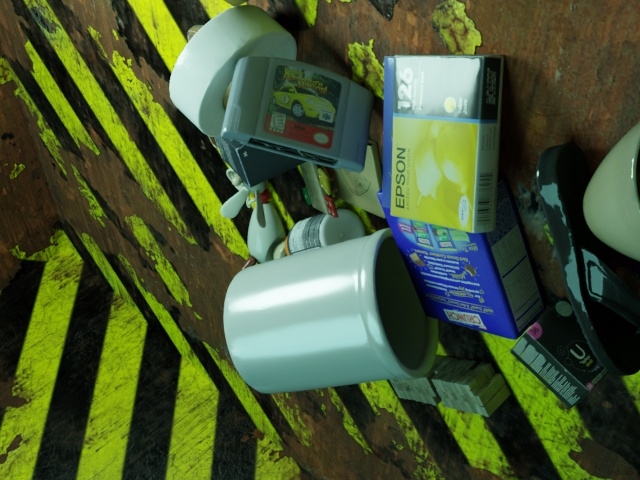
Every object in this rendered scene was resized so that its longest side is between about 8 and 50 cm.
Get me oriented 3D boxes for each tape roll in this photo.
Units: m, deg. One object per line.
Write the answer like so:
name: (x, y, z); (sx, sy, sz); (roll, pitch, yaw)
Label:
tape roll: (-0.185, -0.360, 1.911); (0.100, 0.286, 0.286); (43, 151, 17)

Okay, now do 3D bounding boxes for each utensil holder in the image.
utensil holder: (0.023, 0.170, 1.992); (0.385, 0.327, 0.328); (-13, 115, 27)

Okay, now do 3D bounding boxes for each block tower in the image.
block tower: (0.305, 0.345, 2.175); (0.335, 0.097, 0.091); (-3, 120, 56)

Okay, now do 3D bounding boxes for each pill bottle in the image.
pill bottle: (0.000, 0.000, 2.208); (0.130, 0.130, 0.245); (58, 153, -9)

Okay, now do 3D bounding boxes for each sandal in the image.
sandal: (0.481, 0.046, 1.486); (0.107, 0.167, 0.446); (-8, 117, 40)

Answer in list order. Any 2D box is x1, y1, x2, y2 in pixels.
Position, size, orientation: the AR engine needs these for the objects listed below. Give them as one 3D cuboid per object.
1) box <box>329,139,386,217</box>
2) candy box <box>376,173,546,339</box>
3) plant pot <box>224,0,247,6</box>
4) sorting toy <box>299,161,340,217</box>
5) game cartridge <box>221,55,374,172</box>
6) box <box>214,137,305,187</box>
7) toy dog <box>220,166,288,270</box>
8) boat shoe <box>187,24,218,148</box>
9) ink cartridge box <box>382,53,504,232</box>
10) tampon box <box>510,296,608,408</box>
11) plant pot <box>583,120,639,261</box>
box: (0.079, -0.159, 2.018); (0.164, 0.021, 0.201); (28, 143, 40)
candy box: (0.285, 0.021, 1.794); (0.268, 0.122, 0.317); (11, 129, 52)
plant pot: (-0.205, -0.601, 1.760); (0.254, 0.237, 0.237); (50, 157, -26)
sorting toy: (0.002, -0.136, 2.096); (0.274, 0.046, 0.132); (-146, 36, -71)
game cartridge: (-0.039, -0.261, 1.785); (0.294, 0.196, 0.060); (13, 155, -12)
box: (-0.150, -0.232, 2.094); (0.207, 0.153, 0.108); (47, 159, 55)
toy dog: (-0.187, -0.046, 2.413); (0.220, 0.161, 0.334); (-5, 118, 59)
boat shoe: (-0.264, -0.371, 2.203); (0.123, 0.116, 0.324); (20, 138, 47)
ink cartridge box: (0.195, -0.186, 1.626); (0.307, 0.072, 0.304); (13, 107, 49)
tampon box: (0.476, 0.217, 1.722); (0.161, 0.120, 0.101); (44, 152, 16)
plant pot: (0.495, -0.066, 1.270); (0.256, 0.256, 0.274); (55, 169, -2)
